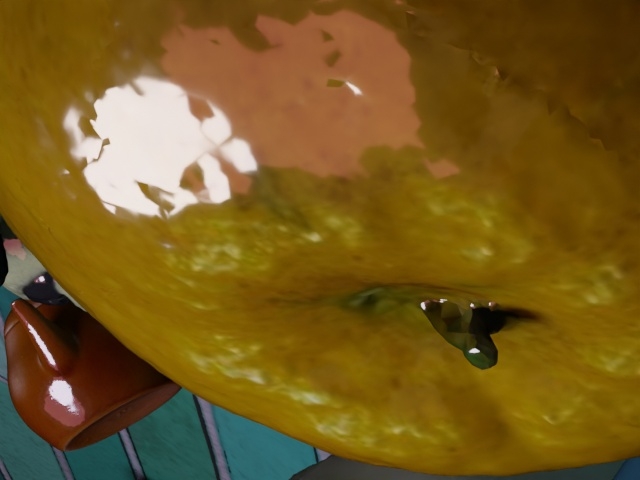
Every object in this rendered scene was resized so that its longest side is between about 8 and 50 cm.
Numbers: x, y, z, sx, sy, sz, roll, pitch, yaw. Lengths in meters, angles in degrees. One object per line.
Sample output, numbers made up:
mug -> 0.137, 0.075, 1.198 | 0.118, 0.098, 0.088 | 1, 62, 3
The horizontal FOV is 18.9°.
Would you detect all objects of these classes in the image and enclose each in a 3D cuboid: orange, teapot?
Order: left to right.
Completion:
teapot -> -0.145, 0.063, 1.184 | 0.116, 0.116, 0.173 | 31, -178, 15
orange -> 0.038, -0.070, 0.501 | 0.279, 0.235, 0.279 | 6, 147, 4

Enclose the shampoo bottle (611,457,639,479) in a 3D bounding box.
shampoo bottle -> 0.219, 0.170, 0.563 | 0.331, 0.342, 0.331 | 30, 155, 16

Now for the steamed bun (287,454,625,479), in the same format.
steamed bun -> 0.106, 0.250, 0.850 | 0.334, 0.334, 0.374 | 108, 139, -65

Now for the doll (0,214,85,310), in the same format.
doll -> -0.176, -0.059, 0.967 | 0.234, 0.143, 0.135 | 37, 180, -3
